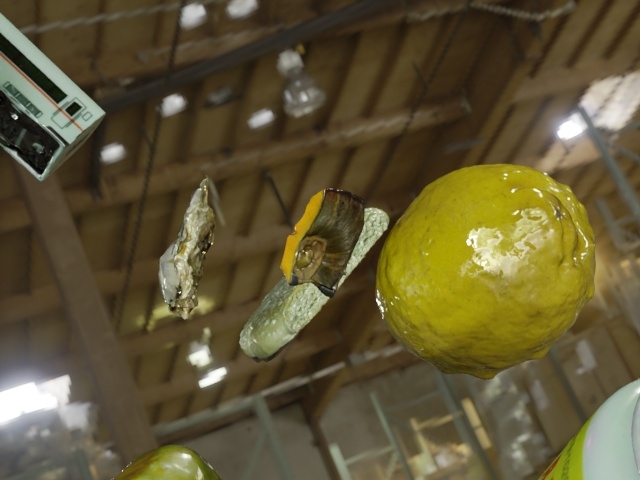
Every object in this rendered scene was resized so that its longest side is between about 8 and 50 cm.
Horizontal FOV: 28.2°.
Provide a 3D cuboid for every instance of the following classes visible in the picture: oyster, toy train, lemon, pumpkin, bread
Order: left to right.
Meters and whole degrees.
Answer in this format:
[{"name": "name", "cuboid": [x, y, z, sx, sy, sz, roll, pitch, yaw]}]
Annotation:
[{"name": "toy train", "cuboid": [-0.395, -0.236, 1.287, 0.088, 0.407, 0.086, -50, 6, -37]}, {"name": "oyster", "cuboid": [-0.145, 0.015, 1.383, 0.053, 0.165, 0.108, 26, -33, -14]}, {"name": "bread", "cuboid": [-0.023, 0.067, 1.719, 0.286, 0.056, 0.207, -48, 6, -38]}, {"name": "pumpkin", "cuboid": [0.001, -0.001, 1.131, 0.073, 0.035, 0.101, 12, -75, -48]}, {"name": "lemon", "cuboid": [0.205, 0.043, 1.668, 0.316, 0.285, 0.285, -26, -20, 25]}]

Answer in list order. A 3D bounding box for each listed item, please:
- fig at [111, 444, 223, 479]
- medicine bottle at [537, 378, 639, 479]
[{"name": "fig", "cuboid": [-0.134, 0.286, 1.047, 0.167, 0.233, 0.167, -3, 18, 1]}, {"name": "medicine bottle", "cuboid": [0.150, 0.137, 0.528, 0.139, 0.139, 0.225, -8, -37, -34]}]
